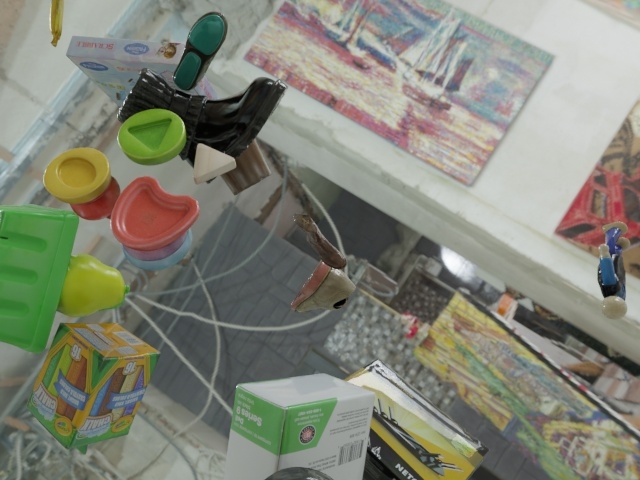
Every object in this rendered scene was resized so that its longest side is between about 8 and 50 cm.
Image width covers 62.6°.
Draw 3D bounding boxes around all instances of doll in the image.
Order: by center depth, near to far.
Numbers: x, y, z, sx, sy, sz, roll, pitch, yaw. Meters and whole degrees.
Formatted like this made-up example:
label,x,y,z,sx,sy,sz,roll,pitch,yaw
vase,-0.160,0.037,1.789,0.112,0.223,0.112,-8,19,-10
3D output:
label,x,y,z,sx,sy,sz,roll,pitch,yaw
doll,0.484,0.052,0.872,0.129,0.046,0.189,58,-137,-32

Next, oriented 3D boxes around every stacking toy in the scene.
label,x,y,z,sx,sy,sz,roll,pitch,yaw
stacking toy,-0.332,-0.097,1.035,0.279,0.309,0.130,-46,-21,-24

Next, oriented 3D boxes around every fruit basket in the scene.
label,x,y,z,sx,sy,sz,roll,pitch,yaw
fruit basket,-0.713,0.096,1.370,0.392,0.283,0.392,-20,-66,-56

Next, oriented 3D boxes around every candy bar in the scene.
label,x,y,z,sx,sy,sz,roll,pitch,yaw
candy bar,-0.455,-0.419,0.912,0.040,0.018,0.161,-159,74,-74

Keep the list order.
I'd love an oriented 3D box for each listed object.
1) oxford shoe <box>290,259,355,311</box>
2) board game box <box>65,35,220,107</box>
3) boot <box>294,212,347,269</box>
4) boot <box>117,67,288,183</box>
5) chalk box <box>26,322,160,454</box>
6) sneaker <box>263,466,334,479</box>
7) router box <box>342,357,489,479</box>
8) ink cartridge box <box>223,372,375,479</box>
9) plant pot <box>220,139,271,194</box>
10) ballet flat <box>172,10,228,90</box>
label,x,y,z,sx,sy,sz,roll,pitch,yaw
oxford shoe,0.005,0.163,1.482,0.123,0.130,0.348,-57,-1,-20
board game box,-0.470,-0.439,1.470,0.318,0.318,0.066,61,-142,-73
boot,0.000,0.000,0.986,0.037,0.106,0.114,-47,-26,-12
boot,-0.258,-0.284,1.106,0.348,0.260,0.131,-34,25,38
chalk box,-0.547,0.361,1.247,0.179,0.180,0.289,18,-85,-62
sneaker,-0.049,0.492,0.537,0.257,0.169,0.448,127,155,-86
router box,0.156,0.402,1.080,0.243,0.309,0.081,-15,-46,-50
ink cartridge box,-0.039,0.372,0.820,0.211,0.121,0.289,10,-91,-48
plant pot,-0.233,-0.228,1.491,0.167,0.165,0.167,-29,9,5
ballet flat,-0.261,-0.423,1.159,0.213,0.072,0.068,-43,17,38
